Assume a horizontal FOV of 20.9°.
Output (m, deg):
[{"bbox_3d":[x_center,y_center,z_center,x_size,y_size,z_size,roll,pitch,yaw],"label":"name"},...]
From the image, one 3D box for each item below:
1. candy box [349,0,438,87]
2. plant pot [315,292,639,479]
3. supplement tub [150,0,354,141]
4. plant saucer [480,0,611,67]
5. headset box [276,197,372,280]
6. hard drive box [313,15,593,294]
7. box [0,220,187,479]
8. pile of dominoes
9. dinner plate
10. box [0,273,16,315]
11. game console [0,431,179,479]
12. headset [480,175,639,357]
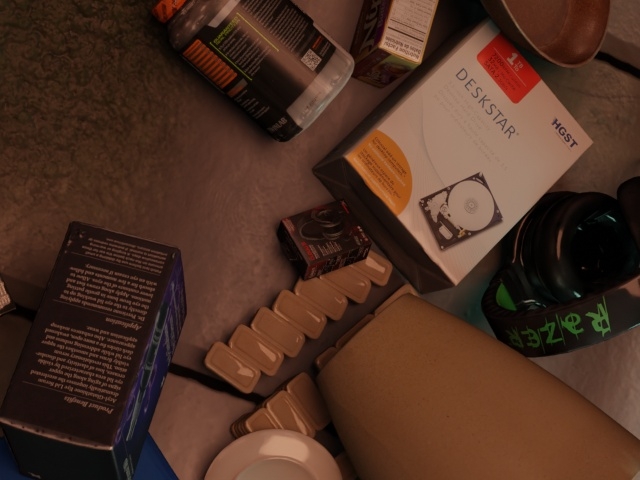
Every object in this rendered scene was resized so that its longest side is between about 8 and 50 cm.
[{"bbox_3d":[0.087,-0.262,1.810,0.053,0.109,0.186,21,76,-15],"label":"candy box"},{"bbox_3d":[0.134,0.191,1.681,0.256,0.256,0.274,-39,81,-22],"label":"plant pot"},{"bbox_3d":[-0.069,-0.199,1.735,0.190,0.117,0.117,42,70,-11],"label":"supplement tub"},{"bbox_3d":[0.218,-0.330,1.838,0.310,0.050,0.310,19,66,-51],"label":"plant saucer"},{"bbox_3d":[0.000,0.000,1.766,0.083,0.032,0.062,-18,61,-23],"label":"headset box"},{"bbox_3d":[0.139,-0.088,1.815,0.181,0.089,0.232,48,69,-9],"label":"hard drive box"},{"bbox_3d":[-0.203,0.112,1.588,0.108,0.153,0.207,14,66,5],"label":"box"},{"bbox_3d":[0.012,0.129,1.774,0.251,0.040,0.196,-39,96,-30],"label":"pile of dominoes"},{"bbox_3d":[-0.046,0.253,1.700,0.141,0.017,0.141,-1,105,-5],"label":"dinner plate"},{"bbox_3d":[-0.317,0.033,1.631,0.018,0.067,0.083,-24,90,-23],"label":"box"},{"bbox_3d":[-0.254,0.328,1.634,0.293,0.173,0.250,-25,123,-22],"label":"game console"},{"bbox_3d":[0.330,0.020,1.809,0.394,0.243,0.185,-45,112,-46],"label":"headset"}]
